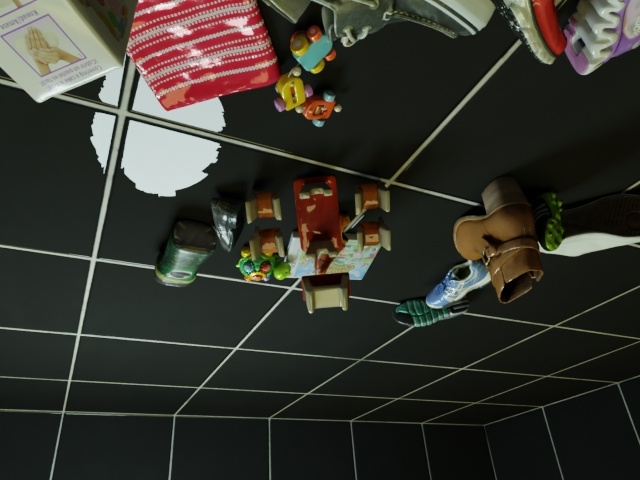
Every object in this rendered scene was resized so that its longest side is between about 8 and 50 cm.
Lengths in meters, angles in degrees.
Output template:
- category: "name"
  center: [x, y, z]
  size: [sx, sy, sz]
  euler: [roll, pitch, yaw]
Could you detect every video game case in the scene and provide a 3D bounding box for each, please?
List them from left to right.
- category: "video game case"
  center: [0.023, 0.041, 1.219]
  size: [0.212, 0.023, 0.193]
  euler: [2, 148, -12]

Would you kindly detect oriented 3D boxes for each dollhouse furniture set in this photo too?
- category: "dollhouse furniture set"
  center: [0.000, 0.000, 1.006]
  size: [0.262, 0.135, 0.259]
  euler: [-5, 109, 0]

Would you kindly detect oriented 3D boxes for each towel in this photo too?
- category: "towel"
  center: [-0.178, -0.287, 0.645]
  size: [0.198, 0.031, 0.275]
  euler: [-11, 148, 9]

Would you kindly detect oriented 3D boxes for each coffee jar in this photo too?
- category: "coffee jar"
  center: [-0.302, 0.034, 1.112]
  size: [0.096, 0.079, 0.184]
  euler: [11, 145, -28]

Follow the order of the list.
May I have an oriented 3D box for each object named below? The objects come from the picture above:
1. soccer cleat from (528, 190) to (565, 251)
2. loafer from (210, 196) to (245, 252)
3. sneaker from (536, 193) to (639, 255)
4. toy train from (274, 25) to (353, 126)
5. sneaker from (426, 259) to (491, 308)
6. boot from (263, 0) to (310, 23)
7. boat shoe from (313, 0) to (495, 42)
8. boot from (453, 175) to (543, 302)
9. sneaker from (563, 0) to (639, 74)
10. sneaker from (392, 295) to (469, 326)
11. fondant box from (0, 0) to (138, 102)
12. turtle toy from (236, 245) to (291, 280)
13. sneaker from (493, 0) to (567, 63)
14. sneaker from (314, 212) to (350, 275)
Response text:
- category: "soccer cleat"
  center: [0.447, -0.033, 1.019]
  size: [0.072, 0.179, 0.060]
  euler: [-28, 112, 40]
- category: "loafer"
  center: [-0.195, -0.035, 1.044]
  size: [0.061, 0.062, 0.170]
  euler: [21, 143, 1]
- category: "sneaker"
  center: [0.612, -0.027, 1.124]
  size: [0.290, 0.106, 0.123]
  euler: [-6, 157, 21]
- category: "toy train"
  center: [-0.011, -0.242, 0.734]
  size: [0.125, 0.046, 0.166]
  euler: [-17, 148, -34]
- category: "sneaker"
  center: [0.353, 0.108, 1.334]
  size: [0.081, 0.080, 0.211]
  euler: [25, 129, -30]
- category: "boot"
  center: [-0.034, -0.335, 0.441]
  size: [0.189, 0.076, 0.208]
  euler: [37, 111, -19]
- category: "boat shoe"
  center: [0.030, -0.285, 0.568]
  size: [0.335, 0.121, 0.119]
  euler: [16, 114, -14]
- category: "boot"
  center: [0.371, 0.031, 1.058]
  size: [0.109, 0.220, 0.283]
  euler: [2, 148, -11]
- category: "sneaker"
  center: [0.389, -0.316, 0.622]
  size: [0.104, 0.095, 0.236]
  euler: [-13, 153, 1]
- category: "sneaker"
  center: [0.327, 0.219, 1.502]
  size: [0.223, 0.083, 0.098]
  euler: [-9, 154, 6]
- category: "fondant box"
  center: [-0.269, -0.308, 0.368]
  size: [0.096, 0.238, 0.330]
  euler: [-18, 142, 14]
- category: "turtle toy"
  center: [-0.134, 0.062, 1.191]
  size: [0.130, 0.066, 0.095]
  euler: [-1, 149, -6]
- category: "sneaker"
  center: [0.260, -0.318, 0.588]
  size: [0.118, 0.107, 0.279]
  euler: [-30, 144, 21]
- category: "sneaker"
  center: [0.024, 0.018, 1.104]
  size: [0.067, 0.064, 0.175]
  euler: [8, 128, -12]
